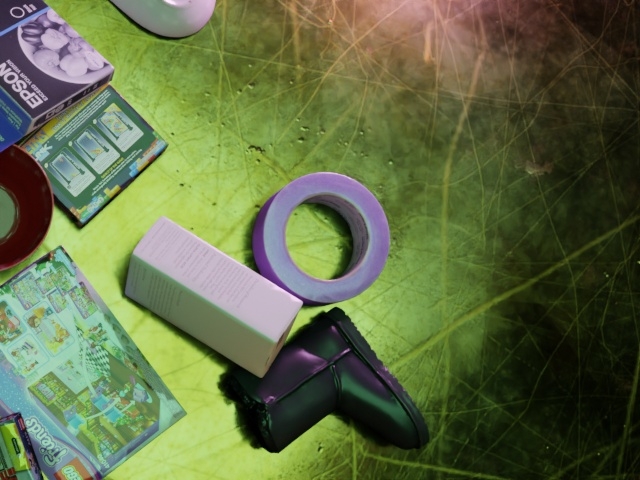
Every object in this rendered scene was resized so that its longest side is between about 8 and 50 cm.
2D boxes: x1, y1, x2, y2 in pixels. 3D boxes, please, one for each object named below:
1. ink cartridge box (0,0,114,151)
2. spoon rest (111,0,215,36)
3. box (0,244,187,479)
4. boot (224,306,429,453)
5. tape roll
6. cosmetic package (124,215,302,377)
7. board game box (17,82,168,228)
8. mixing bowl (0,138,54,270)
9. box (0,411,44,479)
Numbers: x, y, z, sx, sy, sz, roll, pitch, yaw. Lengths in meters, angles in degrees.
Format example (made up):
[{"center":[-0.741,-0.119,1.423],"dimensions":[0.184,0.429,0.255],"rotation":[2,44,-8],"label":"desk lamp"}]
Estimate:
[{"center":[-0.425,-0.242,1.617],"dimensions":[0.206,0.045,0.208],"rotation":[43,57,9],"label":"ink cartridge box"},{"center":[-0.278,-0.388,1.723],"dimensions":[0.276,0.084,0.137],"rotation":[21,79,-25],"label":"spoon rest"},{"center":[-0.350,0.181,1.629],"dimensions":[0.201,0.057,0.293],"rotation":[-37,94,-15],"label":"box"},{"center":[0.008,0.243,1.698],"dimensions":[0.207,0.094,0.246],"rotation":[-35,86,-20],"label":"boot"},{"center":[0.000,0.000,1.737],"dimensions":[0.189,0.080,0.188],"rotation":[2,82,-15],"label":"tape roll"},{"center":[-0.148,0.077,1.633],"dimensions":[0.231,0.117,0.085],"rotation":[31,57,4],"label":"cosmetic package"},{"center":[-0.323,-0.125,1.682],"dimensions":[0.141,0.048,0.170],"rotation":[46,74,-3],"label":"board game box"},{"center":[-0.452,-0.042,1.609],"dimensions":[0.182,0.098,0.181],"rotation":[2,83,-14],"label":"mixing bowl"},{"center":[-0.432,0.360,1.561],"dimensions":[0.159,0.044,0.233],"rotation":[-18,93,-1],"label":"box"}]
